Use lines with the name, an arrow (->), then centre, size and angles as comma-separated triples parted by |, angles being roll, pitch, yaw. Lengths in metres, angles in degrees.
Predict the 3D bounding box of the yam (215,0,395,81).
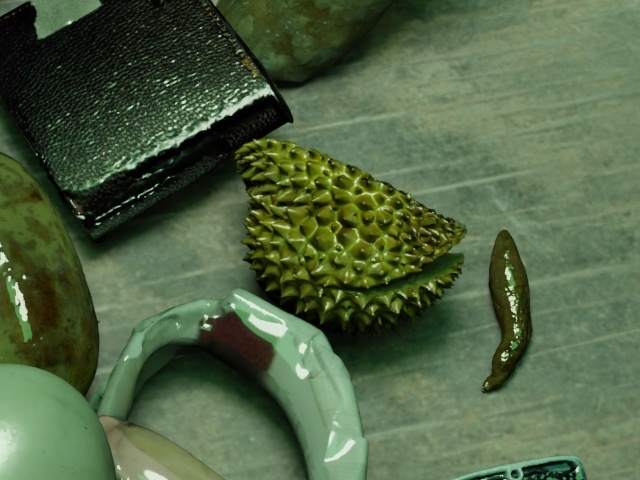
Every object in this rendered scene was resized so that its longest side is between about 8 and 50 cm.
yam -> 0.041, -0.284, 1.491 | 0.133, 0.330, 0.133 | 28, 37, -24

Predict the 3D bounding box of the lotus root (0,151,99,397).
lotus root -> -0.281, 0.057, 1.345 | 0.173, 0.173, 0.309 | -18, 68, -15

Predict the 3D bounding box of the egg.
egg -> -0.261, 0.219, 1.164 | 0.203, 0.203, 0.283 | 32, 95, 10

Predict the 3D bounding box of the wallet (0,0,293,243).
wallet -> -0.181, -0.151, 1.484 | 0.221, 0.071, 0.262 | -34, 63, -4

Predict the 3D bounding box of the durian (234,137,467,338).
durian -> 0.000, 0.000, 1.402 | 0.237, 0.193, 0.138 | 29, 92, 52

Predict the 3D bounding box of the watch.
watch -> -0.070, 0.172, 1.324 | 0.253, 0.162, 0.241 | 37, 52, 10

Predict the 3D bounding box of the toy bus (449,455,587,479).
toy bus -> 0.170, 0.311, 1.264 | 0.128, 0.147, 0.256 | -9, 69, -12

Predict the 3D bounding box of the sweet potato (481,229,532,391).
sweet potato -> 0.170, 0.063, 1.456 | 0.041, 0.038, 0.153 | -2, 70, 17
